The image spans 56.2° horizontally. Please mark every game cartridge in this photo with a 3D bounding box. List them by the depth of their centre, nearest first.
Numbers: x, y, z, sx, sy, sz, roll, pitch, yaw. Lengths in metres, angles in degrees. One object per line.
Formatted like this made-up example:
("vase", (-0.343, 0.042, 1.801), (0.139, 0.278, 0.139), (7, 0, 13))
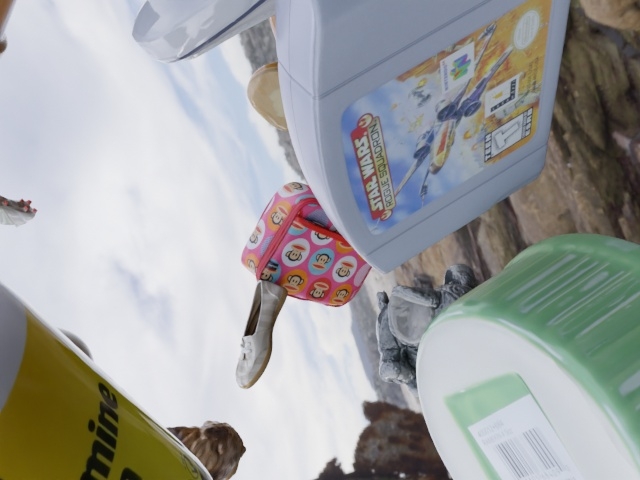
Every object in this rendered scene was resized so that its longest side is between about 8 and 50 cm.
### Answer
("game cartridge", (0.077, -0.093, 0.424), (0.062, 0.198, 0.297), (49, 170, 33))

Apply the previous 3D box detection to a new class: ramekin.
("ramekin", (0.227, 0.159, 0.549), (0.303, 0.148, 0.303), (42, 144, 41))

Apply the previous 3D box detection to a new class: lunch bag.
("lunch bag", (0.000, 0.000, 1.288), (0.293, 0.258, 0.120), (20, -165, -43))

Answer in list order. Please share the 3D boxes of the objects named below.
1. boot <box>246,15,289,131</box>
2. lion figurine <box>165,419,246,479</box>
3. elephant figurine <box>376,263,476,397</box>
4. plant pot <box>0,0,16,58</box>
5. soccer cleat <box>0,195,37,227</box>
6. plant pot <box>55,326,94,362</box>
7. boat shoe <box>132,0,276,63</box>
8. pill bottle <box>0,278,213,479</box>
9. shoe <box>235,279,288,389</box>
("boot", (-0.043, -0.278, 0.941), (0.295, 0.104, 0.211), (4, -124, -56))
("lion figurine", (-0.334, 0.343, 1.011), (0.392, 0.240, 0.142), (39, 174, -19))
("elephant figurine", (0.184, 0.113, 0.885), (0.169, 0.186, 0.239), (-62, -2, -44))
("plant pot", (-0.433, -0.326, 0.616), (0.291, 0.203, 0.291), (42, -169, -10))
("soccer cleat", (-0.720, -0.072, 1.330), (0.068, 0.076, 0.196), (51, -174, 23))
("plant pot", (-0.750, 0.357, 1.657), (0.284, 0.191, 0.284), (19, -123, -32))
("boat shoe", (-0.015, -0.210, 0.452), (0.096, 0.267, 0.088), (42, 172, 42))
("pill bottle", (-0.206, 0.133, 0.337), (0.188, 0.188, 0.334), (-104, -10, -48))
("shoe", (-0.124, 0.175, 1.145), (0.058, 0.077, 0.219), (36, -127, -28))
